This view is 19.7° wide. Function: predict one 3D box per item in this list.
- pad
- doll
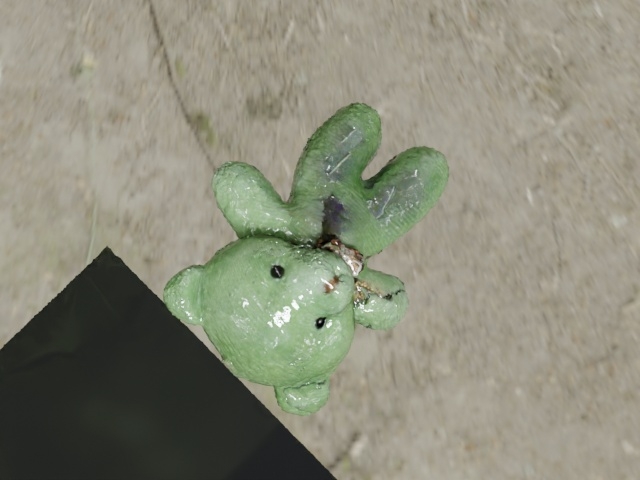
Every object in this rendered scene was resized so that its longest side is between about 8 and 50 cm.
[{"bbox_3d":[-0.087,0.199,1.279,0.367,0.247,0.007,45,134,-5],"label":"pad"},{"bbox_3d":[0.000,0.000,0.867,0.115,0.077,0.150,37,66,-11],"label":"doll"}]
